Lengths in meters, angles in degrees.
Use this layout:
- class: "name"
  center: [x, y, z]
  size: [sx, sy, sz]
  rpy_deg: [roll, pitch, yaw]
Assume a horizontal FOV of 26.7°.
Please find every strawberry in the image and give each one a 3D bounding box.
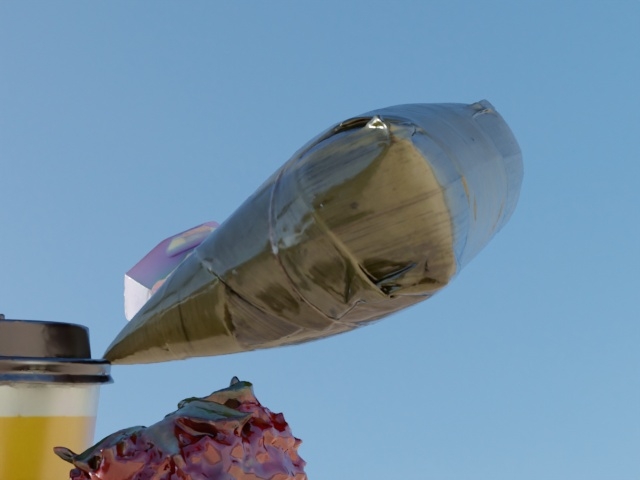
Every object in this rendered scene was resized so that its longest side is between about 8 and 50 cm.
- class: "strawberry"
  center: [-0.059, 0.192, 0.813]
  size: [0.167, 0.208, 0.087]
  rpy_deg: [-23, -2, -25]

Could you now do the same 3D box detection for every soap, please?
- class: "soap"
  center: [-0.161, 0.041, 1.625]
  size: [0.149, 0.056, 0.100]
  rpy_deg: [-26, -44, -37]

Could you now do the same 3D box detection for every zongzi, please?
- class: "zongzi"
  center: [0.000, 0.000, 1.051]
  size: [0.300, 0.145, 0.274]
  rpy_deg: [-27, 1, 25]

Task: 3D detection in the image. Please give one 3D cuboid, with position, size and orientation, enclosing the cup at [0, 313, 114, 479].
- class: "cup"
  center: [-0.242, 0.185, 0.914]
  size: [0.196, 0.279, 0.196]
  rpy_deg: [1, -8, 0]
